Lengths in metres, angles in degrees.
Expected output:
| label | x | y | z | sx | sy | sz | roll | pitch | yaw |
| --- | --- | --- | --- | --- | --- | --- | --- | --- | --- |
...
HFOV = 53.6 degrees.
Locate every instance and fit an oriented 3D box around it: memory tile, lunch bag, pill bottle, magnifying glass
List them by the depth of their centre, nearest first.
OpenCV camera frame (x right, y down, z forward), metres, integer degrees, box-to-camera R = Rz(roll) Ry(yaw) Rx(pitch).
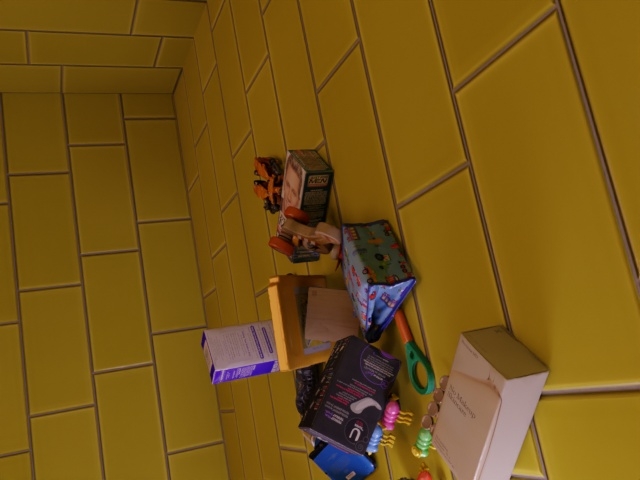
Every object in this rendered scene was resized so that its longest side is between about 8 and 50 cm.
| label | x | y | z | sx | sy | sz | roll | pitch | yaw |
| --- | --- | --- | --- | --- | --- | --- | --- | --- | --- |
| memory tile | 0.297 | 0.406 | 1.503 | 0.113 | 0.012 | 0.148 | 40 | 112 | 54 |
| magnifying glass | 0.240 | 0.288 | 1.651 | 0.092 | 0.026 | 0.231 | 120 | 136 | -53 |
| lunch bag | 0.126 | 0.125 | 1.739 | 0.293 | 0.138 | 0.221 | 104 | 154 | -46 |
| pill bottle | -0.025 | 0.694 | 2.277 | 0.116 | 0.065 | 0.065 | -165 | 72 | -64 |

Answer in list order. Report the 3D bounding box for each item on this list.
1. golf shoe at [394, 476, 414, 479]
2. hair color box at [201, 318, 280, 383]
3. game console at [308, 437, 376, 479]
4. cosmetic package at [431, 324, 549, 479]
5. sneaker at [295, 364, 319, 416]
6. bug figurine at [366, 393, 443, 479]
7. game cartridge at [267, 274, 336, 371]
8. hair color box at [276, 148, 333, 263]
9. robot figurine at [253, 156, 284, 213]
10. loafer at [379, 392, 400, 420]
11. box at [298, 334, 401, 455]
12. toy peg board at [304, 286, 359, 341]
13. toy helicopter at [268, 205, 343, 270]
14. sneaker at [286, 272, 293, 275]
| label | x | y | z | sx | sy | sz | roll | pitch | yaw |
| --- | --- | --- | --- | --- | --- | --- | --- | --- | --- |
| golf shoe | 0.247 | 0.698 | 1.671 | 0.176 | 0.069 | 0.086 | -151 | 53 | -63 |
| hair color box | -0.268 | 0.417 | 2.423 | 0.110 | 0.338 | 0.185 | 109 | 146 | -46 |
| game console | 0.083 | 0.640 | 2.070 | 0.250 | 0.173 | 0.293 | 42 | 143 | 12 |
| cosmetic package | 0.344 | 0.351 | 1.320 | 0.160 | 0.113 | 0.310 | -131 | 41 | -53 |
| sneaker | -0.041 | 0.502 | 2.270 | 0.106 | 0.101 | 0.268 | -101 | 10 | -76 |
| bug figurine | 0.211 | 0.531 | 1.638 | 0.279 | 0.072 | 0.216 | 34 | 120 | 45 |
| game cartridge | -0.052 | 0.249 | 1.987 | 0.052 | 0.323 | 0.286 | -12 | 82 | 24 |
| hair color box | -0.060 | -0.114 | 2.132 | 0.174 | 0.105 | 0.347 | -128 | 40 | -49 |
| robot figurine | -0.187 | -0.223 | 2.417 | 0.291 | 0.085 | 0.211 | -141 | 50 | -59 |
| loafer | 0.157 | 0.483 | 1.806 | 0.223 | 0.078 | 0.076 | 135 | 125 | -59 |
| box | 0.079 | 0.414 | 1.702 | 0.270 | 0.165 | 0.143 | -63 | 7 | -21 |
| toy peg board | 0.040 | 0.221 | 1.940 | 0.079 | 0.161 | 0.161 | -75 | -10 | -83 |
| toy helicopter | 0.000 | 0.000 | 1.891 | 0.140 | 0.235 | 0.355 | -63 | 13 | -11 |
| sneaker | -0.102 | 0.202 | 2.340 | 0.078 | 0.067 | 0.188 | 105 | 152 | -50 |
